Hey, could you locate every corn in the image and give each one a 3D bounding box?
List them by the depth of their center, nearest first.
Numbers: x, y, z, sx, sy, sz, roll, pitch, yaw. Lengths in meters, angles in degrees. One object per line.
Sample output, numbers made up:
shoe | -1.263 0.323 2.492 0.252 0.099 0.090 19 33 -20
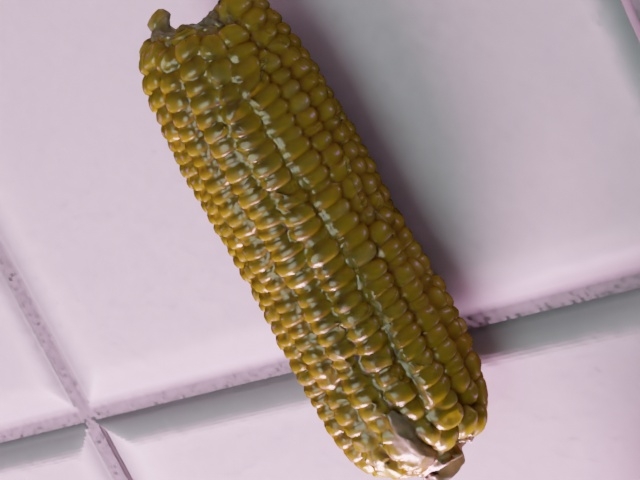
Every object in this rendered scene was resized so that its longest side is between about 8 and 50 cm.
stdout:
corn | 0.000 0.000 0.808 0.080 0.080 0.238 -20 101 40
